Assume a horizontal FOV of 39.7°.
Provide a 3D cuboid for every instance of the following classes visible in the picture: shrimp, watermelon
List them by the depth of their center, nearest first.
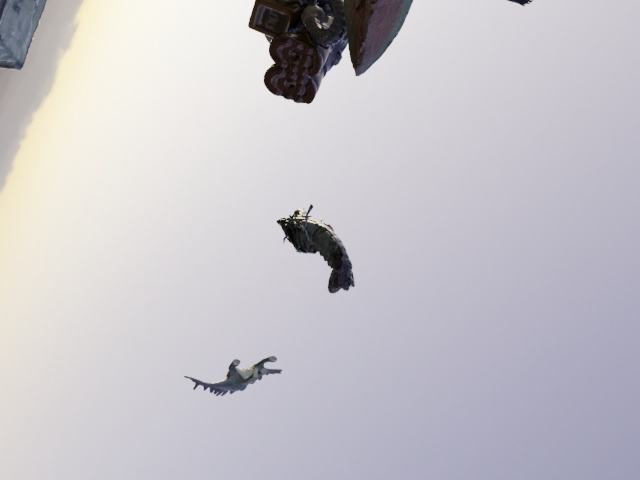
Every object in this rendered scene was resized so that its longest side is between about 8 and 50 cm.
[{"bbox_3d":[0.061,-0.293,1.147,0.080,0.101,0.155,-42,150,-35],"label":"watermelon"},{"bbox_3d":[0.002,-0.003,1.230,0.174,0.082,0.076,48,-48,42],"label":"shrimp"}]

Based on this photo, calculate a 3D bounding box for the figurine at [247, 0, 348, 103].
[{"bbox_3d":[0.002,-0.375,1.407,0.261,0.186,0.382,-55,-173,49],"label":"figurine"}]

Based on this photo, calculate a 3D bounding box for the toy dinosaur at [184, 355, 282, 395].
[{"bbox_3d":[-0.152,0.242,1.547,0.082,0.209,0.039,-46,-123,34],"label":"toy dinosaur"}]

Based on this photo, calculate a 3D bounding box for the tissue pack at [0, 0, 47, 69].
[{"bbox_3d":[-0.391,-0.273,0.864,0.081,0.257,0.185,70,29,-70],"label":"tissue pack"}]

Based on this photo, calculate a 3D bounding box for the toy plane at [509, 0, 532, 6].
[{"bbox_3d":[0.151,-0.314,1.014,0.053,0.197,0.078,-54,-139,48],"label":"toy plane"}]
